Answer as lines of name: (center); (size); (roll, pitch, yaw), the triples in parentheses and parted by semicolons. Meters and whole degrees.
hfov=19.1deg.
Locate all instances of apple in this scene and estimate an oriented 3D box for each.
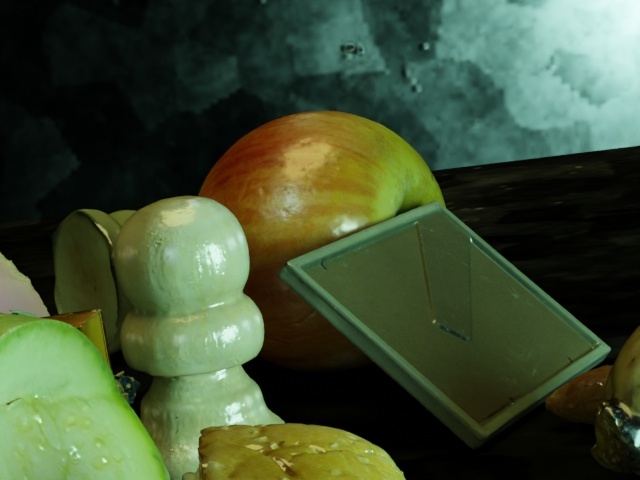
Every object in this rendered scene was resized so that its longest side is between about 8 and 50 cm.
apple: (0.000, 0.000, 1.976); (0.233, 0.286, 0.286); (-11, 5, 29)

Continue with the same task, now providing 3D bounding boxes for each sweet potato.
sweet potato: (0.300, 0.127, 1.618); (0.218, 0.051, 0.065); (-7, 6, 8)

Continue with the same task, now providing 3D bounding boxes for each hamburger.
hamburger: (-0.013, 0.193, 1.170); (0.155, 0.135, 0.208); (-9, 10, 3)

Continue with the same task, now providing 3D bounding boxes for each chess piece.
chess piece: (-0.140, 0.035, 2.294); (0.330, 0.182, 0.182); (-7, 7, -31)
chess piece: (-0.100, 0.096, 1.477); (0.142, 0.261, 0.143); (-8, 11, 2)

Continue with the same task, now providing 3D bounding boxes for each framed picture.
framed picture: (0.124, 0.068, 1.767); (0.240, 0.020, 0.324); (40, 26, 14)

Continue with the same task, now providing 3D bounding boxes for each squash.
squash: (-0.199, 0.152, 1.335); (0.133, 0.220, 0.220); (-6, 8, 32)

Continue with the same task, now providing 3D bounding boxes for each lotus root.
lotus root: (0.309, 0.099, 1.444); (0.257, 0.154, 0.140); (-20, 35, -28)

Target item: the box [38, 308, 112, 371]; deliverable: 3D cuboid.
box: (-0.227, 0.155, 1.550); (0.070, 0.152, 0.237); (-7, 8, 12)

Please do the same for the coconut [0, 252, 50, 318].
coconut: (-0.404, 0.111, 1.849); (0.233, 0.233, 0.245); (-4, 2, 23)

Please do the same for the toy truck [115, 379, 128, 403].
toy truck: (-0.238, 0.166, 1.836); (0.063, 0.052, 0.123); (3, 10, 23)

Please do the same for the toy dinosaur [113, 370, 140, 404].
toy dinosaur: (-0.223, 0.157, 1.956); (0.047, 0.031, 0.083); (-2, 9, 38)
